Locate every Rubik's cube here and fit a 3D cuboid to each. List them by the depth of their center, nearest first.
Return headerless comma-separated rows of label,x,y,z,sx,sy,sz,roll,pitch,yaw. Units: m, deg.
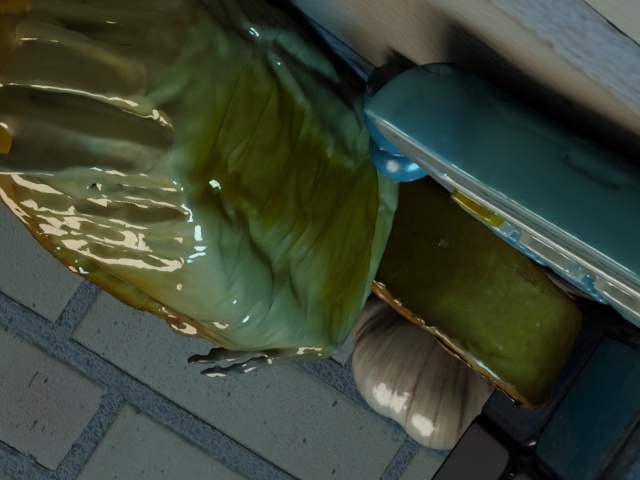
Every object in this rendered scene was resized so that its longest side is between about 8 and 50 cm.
Rubik's cube,0.304,0.273,1.062,0.316,0.318,0.313,35,180,-12

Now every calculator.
calculator,0.166,0.009,0.656,0.256,0.054,0.386,33,179,22

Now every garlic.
garlic,0.158,0.093,1.302,0.245,0.245,0.253,34,143,20

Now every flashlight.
flashlight,0.050,-0.071,0.704,0.051,0.051,0.129,34,174,13

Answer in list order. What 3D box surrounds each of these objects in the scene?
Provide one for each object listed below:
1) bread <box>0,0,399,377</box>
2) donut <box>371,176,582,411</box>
bread,-0.076,-0.059,0.785,0.183,0.236,0.388,15,160,25
donut,0.120,0.037,1.040,0.277,0.108,0.277,40,179,1
